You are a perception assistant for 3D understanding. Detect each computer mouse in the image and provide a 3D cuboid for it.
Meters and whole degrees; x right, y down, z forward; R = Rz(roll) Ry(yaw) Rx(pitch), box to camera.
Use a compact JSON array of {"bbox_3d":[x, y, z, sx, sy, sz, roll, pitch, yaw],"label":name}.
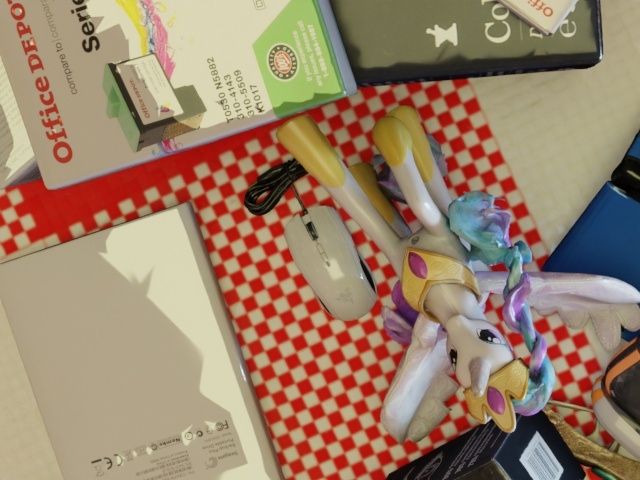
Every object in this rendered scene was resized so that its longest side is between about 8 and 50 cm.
[{"bbox_3d":[0.000,0.000,1.665,0.106,0.042,0.193,-30,92,6],"label":"computer mouse"}]

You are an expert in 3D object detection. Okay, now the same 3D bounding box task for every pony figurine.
[{"bbox_3d":[0.130,0.046,1.533,0.303,0.351,0.363,-34,69,11],"label":"pony figurine"}]

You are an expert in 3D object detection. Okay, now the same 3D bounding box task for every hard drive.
[{"bbox_3d":[-0.198,0.159,1.697,0.233,0.047,0.353,-18,95,7],"label":"hard drive"}]

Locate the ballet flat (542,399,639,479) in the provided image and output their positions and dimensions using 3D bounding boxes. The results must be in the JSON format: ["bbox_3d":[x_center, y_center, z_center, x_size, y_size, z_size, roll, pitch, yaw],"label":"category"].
[{"bbox_3d":[0.299,0.222,1.651,0.206,0.073,0.067,28,83,-2],"label":"ballet flat"}]

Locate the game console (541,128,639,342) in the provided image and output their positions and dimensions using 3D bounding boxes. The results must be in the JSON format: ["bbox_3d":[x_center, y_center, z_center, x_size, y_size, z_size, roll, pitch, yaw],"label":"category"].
[{"bbox_3d":[0.430,-0.001,1.636,0.293,0.173,0.250,33,66,1],"label":"game console"}]

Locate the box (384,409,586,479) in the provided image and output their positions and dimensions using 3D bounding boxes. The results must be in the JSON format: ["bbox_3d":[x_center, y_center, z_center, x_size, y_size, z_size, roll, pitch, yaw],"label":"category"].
[{"bbox_3d":[0.150,0.277,1.596,0.207,0.153,0.108,-34,93,30],"label":"box"}]

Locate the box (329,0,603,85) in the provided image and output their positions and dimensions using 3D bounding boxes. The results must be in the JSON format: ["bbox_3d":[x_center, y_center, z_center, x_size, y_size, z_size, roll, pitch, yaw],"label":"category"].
[{"bbox_3d":[0.018,-0.387,1.503,0.472,0.297,0.479,-5,96,7],"label":"box"}]

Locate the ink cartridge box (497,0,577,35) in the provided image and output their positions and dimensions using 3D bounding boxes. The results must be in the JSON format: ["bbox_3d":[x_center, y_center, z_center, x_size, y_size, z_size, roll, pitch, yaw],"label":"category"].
[{"bbox_3d":[0.198,-0.258,1.325,0.099,0.056,0.135,36,96,-1],"label":"ink cartridge box"}]

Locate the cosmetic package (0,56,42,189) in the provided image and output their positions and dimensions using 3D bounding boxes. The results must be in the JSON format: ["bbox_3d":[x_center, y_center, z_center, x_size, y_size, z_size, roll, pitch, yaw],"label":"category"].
[{"bbox_3d":[-0.324,-0.173,1.621,0.151,0.151,0.183,-40,92,7],"label":"cosmetic package"}]

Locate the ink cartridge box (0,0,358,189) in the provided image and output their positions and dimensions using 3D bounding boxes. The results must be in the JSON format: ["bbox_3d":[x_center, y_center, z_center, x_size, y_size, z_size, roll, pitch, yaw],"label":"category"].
[{"bbox_3d":[-0.132,-0.179,1.334,0.278,0.117,0.201,-17,95,9],"label":"ink cartridge box"}]

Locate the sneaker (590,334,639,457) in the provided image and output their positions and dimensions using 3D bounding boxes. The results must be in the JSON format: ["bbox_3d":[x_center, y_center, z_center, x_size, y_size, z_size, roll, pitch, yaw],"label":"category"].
[{"bbox_3d":[0.448,0.202,1.575,0.321,0.124,0.180,36,126,0],"label":"sneaker"}]
